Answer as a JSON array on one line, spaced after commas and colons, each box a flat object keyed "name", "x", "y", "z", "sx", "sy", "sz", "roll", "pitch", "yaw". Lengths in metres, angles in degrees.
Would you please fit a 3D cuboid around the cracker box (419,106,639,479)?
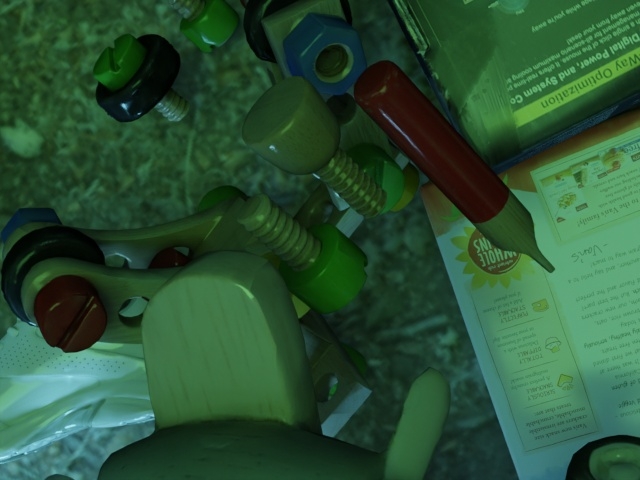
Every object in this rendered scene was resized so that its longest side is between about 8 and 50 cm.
[{"name": "cracker box", "x": 0.173, "y": 0.048, "z": 0.700, "sx": 0.155, "sy": 0.067, "sz": 0.232, "roll": -18, "pitch": 91, "yaw": 13}]

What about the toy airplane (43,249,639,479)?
[{"name": "toy airplane", "x": 0.003, "y": 0.236, "z": 0.526, "sx": 0.386, "sy": 0.272, "sz": 0.384, "roll": 35, "pitch": 115, "yaw": -11}]

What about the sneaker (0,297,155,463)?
[{"name": "sneaker", "x": -0.189, "y": 0.083, "z": 0.772, "sx": 0.232, "sy": 0.090, "sz": 0.115, "roll": -17, "pitch": 86, "yaw": 3}]

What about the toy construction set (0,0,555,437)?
[{"name": "toy construction set", "x": 0.000, "y": 0.000, "z": 0.637, "sx": 0.237, "sy": 0.309, "sz": 0.257, "roll": 41, "pitch": 71, "yaw": -32}]

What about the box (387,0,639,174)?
[{"name": "box", "x": 0.188, "y": -0.260, "z": 0.590, "sx": 0.395, "sy": 0.097, "sz": 0.318, "roll": -28, "pitch": 85, "yaw": 8}]
